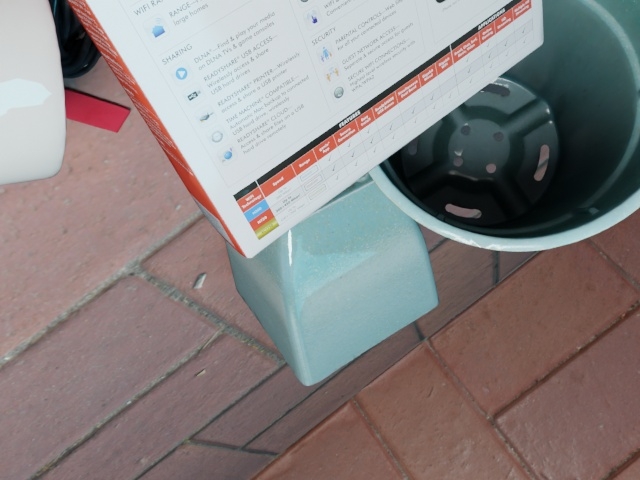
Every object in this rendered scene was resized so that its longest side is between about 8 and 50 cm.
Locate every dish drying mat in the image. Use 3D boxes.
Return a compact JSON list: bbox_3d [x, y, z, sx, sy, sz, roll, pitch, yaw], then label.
[{"bbox_3d":[-0.238,-0.133,0.562,0.032,0.008,0.083,-49,150,21],"label":"dish drying mat"}]

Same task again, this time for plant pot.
[{"bbox_3d":[0.220,-0.149,0.703,0.341,0.341,0.334,-41,170,5],"label":"plant pot"},{"bbox_3d":[0.000,0.000,0.796,0.247,0.247,0.252,-29,137,-16],"label":"plant pot"}]

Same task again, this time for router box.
[{"bbox_3d":[0.006,-0.198,0.386,0.335,0.082,0.301,-36,133,-13],"label":"router box"}]

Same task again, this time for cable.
[{"bbox_3d":[-0.167,-0.197,0.421,0.047,0.151,0.184,26,119,-19],"label":"cable"}]

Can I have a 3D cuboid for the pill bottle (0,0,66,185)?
[{"bbox_3d":[-0.349,-0.092,0.292,0.361,0.204,0.204,-14,143,-36],"label":"pill bottle"}]
